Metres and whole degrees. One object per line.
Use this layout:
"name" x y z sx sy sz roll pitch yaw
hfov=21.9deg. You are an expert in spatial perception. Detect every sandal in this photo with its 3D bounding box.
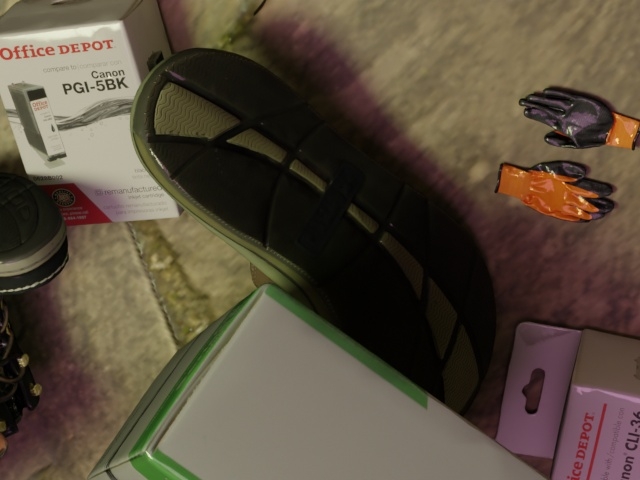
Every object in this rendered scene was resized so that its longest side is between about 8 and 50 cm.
"sandal" 0.000 -0.002 1.017 0.303 0.120 0.086 47 159 -19

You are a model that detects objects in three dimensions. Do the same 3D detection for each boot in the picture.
"boot" -0.218 0.049 1.081 0.236 0.085 0.178 6 128 44

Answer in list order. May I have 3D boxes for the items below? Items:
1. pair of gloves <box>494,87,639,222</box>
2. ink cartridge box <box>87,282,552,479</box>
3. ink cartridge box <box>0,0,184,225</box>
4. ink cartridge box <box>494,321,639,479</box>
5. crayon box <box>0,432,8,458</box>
"pair of gloves" 0.147 -0.050 0.991 0.074 0.010 0.083 18 122 5
"ink cartridge box" -0.012 0.149 1.001 0.211 0.121 0.289 36 163 -6
"ink cartridge box" -0.139 -0.081 1.026 0.099 0.056 0.135 -5 119 19
"ink cartridge box" 0.210 0.129 1.045 0.198 0.067 0.115 12 122 9
"crayon box" -0.377 0.080 1.122 0.318 0.081 0.202 45 145 -7
